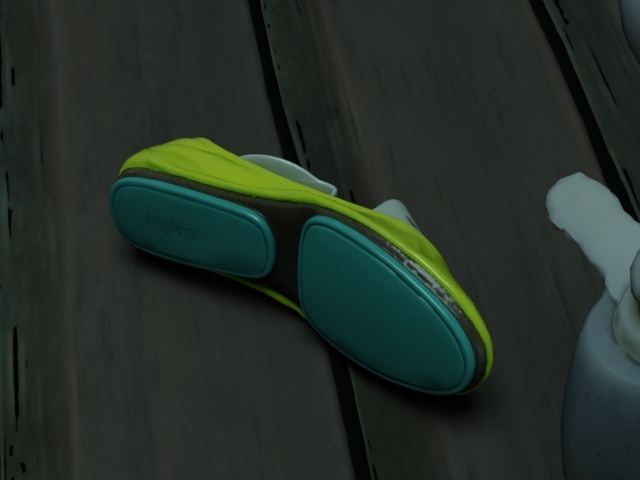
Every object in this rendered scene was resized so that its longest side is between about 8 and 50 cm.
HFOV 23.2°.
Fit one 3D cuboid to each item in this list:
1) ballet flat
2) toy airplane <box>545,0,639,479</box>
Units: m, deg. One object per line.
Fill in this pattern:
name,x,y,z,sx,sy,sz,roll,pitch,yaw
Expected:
ballet flat,0.000,0.000,0.771,0.231,0.077,0.077,24,37,29
toy airplane,0.219,-0.021,0.556,0.272,0.384,0.386,38,15,10
